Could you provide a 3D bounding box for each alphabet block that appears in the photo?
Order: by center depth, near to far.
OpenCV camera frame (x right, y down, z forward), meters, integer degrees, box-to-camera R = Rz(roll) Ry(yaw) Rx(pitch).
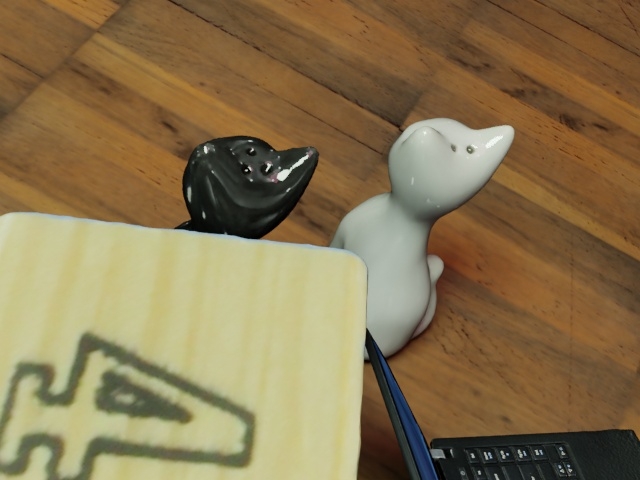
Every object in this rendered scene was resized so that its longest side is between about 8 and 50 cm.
[{"bbox_3d":[-0.083,0.125,0.530,0.193,0.192,0.197,5,53,0],"label":"alphabet block"}]

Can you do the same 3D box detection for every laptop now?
[{"bbox_3d":[0.149,0.176,0.588,0.264,0.137,0.234,2,47,-23],"label":"laptop"}]

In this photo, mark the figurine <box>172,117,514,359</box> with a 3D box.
[{"bbox_3d":[0.000,0.000,0.651,0.214,0.209,0.092,-9,58,-25],"label":"figurine"}]
